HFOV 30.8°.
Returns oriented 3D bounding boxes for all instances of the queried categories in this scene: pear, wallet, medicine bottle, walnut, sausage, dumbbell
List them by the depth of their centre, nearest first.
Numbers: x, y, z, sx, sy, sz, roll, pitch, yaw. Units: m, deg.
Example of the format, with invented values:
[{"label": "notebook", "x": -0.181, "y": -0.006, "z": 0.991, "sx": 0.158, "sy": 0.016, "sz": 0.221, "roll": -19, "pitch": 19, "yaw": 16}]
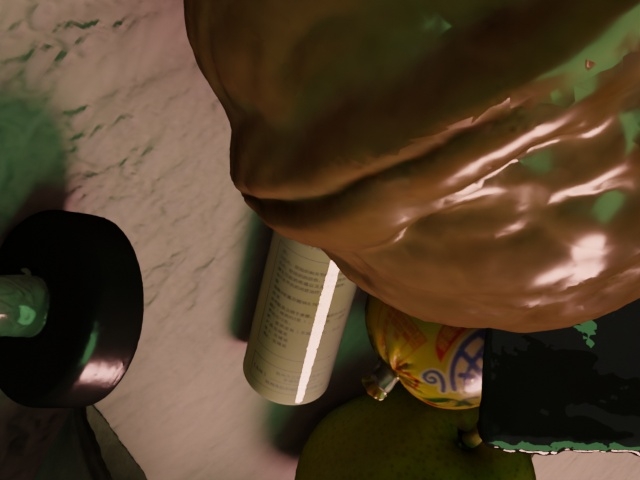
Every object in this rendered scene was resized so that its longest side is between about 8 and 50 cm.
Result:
[{"label": "walnut", "x": 0.089, "y": -0.114, "z": 0.477, "sx": 0.313, "sy": 0.252, "sz": 0.277, "roll": -40, "pitch": 144, "yaw": 4}, {"label": "dumbbell", "x": -0.180, "y": 0.025, "z": 0.523, "sx": 0.191, "sy": 0.100, "sz": 0.100, "roll": 9, "pitch": 123, "yaw": -46}, {"label": "medicine bottle", "x": 0.000, "y": 0.000, "z": 0.683, "sx": 0.059, "sy": 0.059, "sz": 0.231, "roll": -13, "pitch": 136, "yaw": -31}, {"label": "wallet", "x": 0.171, "y": -0.013, "z": 0.690, "sx": 0.146, "sy": 0.030, "sz": 0.285, "roll": 3, "pitch": 96, "yaw": -13}, {"label": "sausage", "x": 0.169, "y": -0.005, "z": 0.768, "sx": 0.347, "sy": 0.123, "sz": 0.123, "roll": -36, "pitch": 143, "yaw": -5}, {"label": "pear", "x": 0.081, "y": 0.171, "z": 0.836, "sx": 0.180, "sy": 0.166, "sz": 0.216, "roll": 10, "pitch": 136, "yaw": -26}]

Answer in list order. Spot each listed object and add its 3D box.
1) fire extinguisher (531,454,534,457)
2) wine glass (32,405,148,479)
[{"label": "fire extinguisher", "x": 0.141, "y": 0.170, "z": 0.942, "sx": 0.075, "sy": 0.106, "sz": 0.252, "roll": 21, "pitch": 116, "yaw": -20}, {"label": "wine glass", "x": -0.244, "y": 0.294, "z": 0.647, "sx": 0.406, "sy": 0.267, "sz": 0.267, "roll": -27, "pitch": 142, "yaw": -6}]
